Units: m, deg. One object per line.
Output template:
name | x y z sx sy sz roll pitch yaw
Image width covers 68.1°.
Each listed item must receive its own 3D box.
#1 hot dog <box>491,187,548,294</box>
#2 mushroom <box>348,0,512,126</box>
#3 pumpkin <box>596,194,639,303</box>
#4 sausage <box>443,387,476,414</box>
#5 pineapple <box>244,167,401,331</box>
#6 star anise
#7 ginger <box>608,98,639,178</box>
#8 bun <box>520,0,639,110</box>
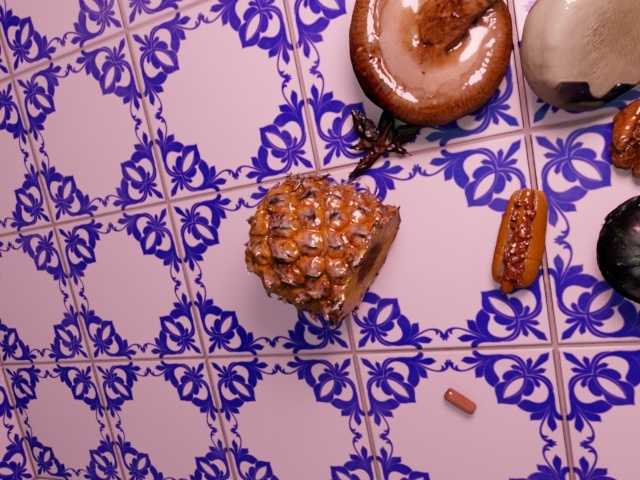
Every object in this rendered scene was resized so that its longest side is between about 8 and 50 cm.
hot dog | 0.445 0.008 1.053 0.102 0.076 0.249 12 105 16
mushroom | 0.224 -0.409 0.987 0.345 0.239 0.346 -3 84 36
pumpkin | 0.665 0.017 0.920 0.232 0.163 0.233 5 102 23
sausage | 0.354 0.408 1.202 0.083 0.034 0.034 31 111 11
pineapple | -0.002 0.002 1.089 0.300 0.352 0.353 26 110 10
star anise | 0.136 -0.253 1.130 0.212 0.053 0.157 -19 95 26
ginger | 0.625 -0.205 0.932 0.103 0.073 0.162 18 110 23
bun | 0.491 -0.391 0.883 0.283 0.179 0.283 -8 125 -12
